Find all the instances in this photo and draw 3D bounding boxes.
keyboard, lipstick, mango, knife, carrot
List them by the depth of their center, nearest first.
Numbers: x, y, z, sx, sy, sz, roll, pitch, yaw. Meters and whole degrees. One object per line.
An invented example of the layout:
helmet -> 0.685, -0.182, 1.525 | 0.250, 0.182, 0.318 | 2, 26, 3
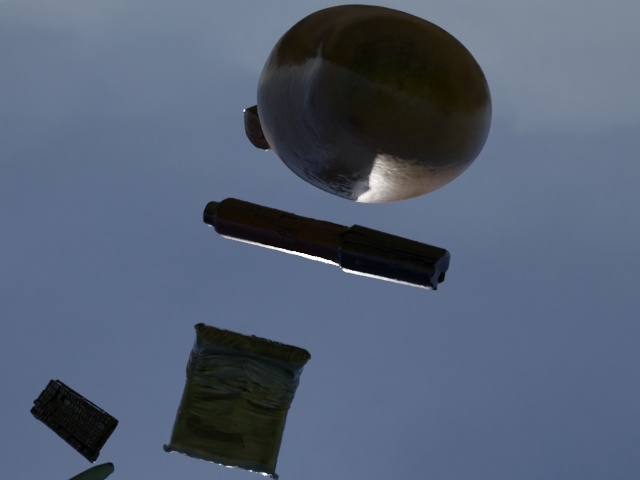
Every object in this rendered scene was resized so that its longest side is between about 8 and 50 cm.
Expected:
knife -> -0.326, 0.288, 0.881 | 0.313, 0.044, 0.019 | -30, -107, -6
mango -> 0.062, -0.158, 1.093 | 0.263, 0.221, 0.378 | 23, 178, -8
carrot -> -0.028, -0.190, 1.468 | 0.173, 0.082, 0.082 | -20, -148, -11
keyboard -> -0.386, 0.271, 1.477 | 0.231, 0.072, 0.023 | 15, 158, 51
lipstick -> 0.000, 0.000, 1.522 | 0.418, 0.077, 0.077 | 14, -159, 23

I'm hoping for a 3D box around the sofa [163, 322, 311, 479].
sofa -> -0.139, 0.269, 1.604 | 0.210, 0.226, 0.176 | 17, 168, -5
